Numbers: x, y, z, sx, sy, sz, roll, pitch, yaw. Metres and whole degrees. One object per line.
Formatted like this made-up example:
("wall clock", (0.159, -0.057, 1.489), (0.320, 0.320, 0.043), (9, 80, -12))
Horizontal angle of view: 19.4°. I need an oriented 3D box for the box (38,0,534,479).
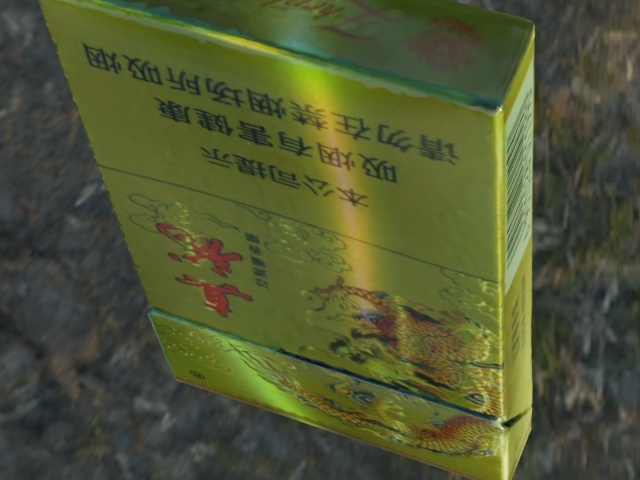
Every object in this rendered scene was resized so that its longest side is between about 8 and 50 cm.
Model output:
("box", (0.000, 0.000, 0.754), (0.173, 0.043, 0.311), (17, 153, 15))
